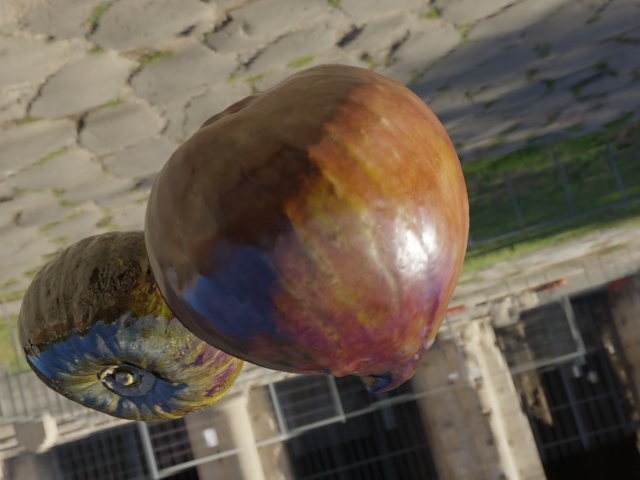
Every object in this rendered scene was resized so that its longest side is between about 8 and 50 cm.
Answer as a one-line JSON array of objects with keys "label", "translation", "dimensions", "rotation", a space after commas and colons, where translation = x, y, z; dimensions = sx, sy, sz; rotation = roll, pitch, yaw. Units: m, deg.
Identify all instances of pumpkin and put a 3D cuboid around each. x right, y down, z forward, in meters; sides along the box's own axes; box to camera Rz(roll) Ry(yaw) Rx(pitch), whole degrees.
[{"label": "pumpkin", "translation": [-0.167, 0.074, 0.986], "dimensions": [0.219, 0.162, 0.219], "rotation": [2, 137, 2]}]

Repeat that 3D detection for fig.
[{"label": "fig", "translation": [0.000, -0.001, 0.606], "dimensions": [0.205, 0.205, 0.205], "rotation": [-15, 170, -3]}]
